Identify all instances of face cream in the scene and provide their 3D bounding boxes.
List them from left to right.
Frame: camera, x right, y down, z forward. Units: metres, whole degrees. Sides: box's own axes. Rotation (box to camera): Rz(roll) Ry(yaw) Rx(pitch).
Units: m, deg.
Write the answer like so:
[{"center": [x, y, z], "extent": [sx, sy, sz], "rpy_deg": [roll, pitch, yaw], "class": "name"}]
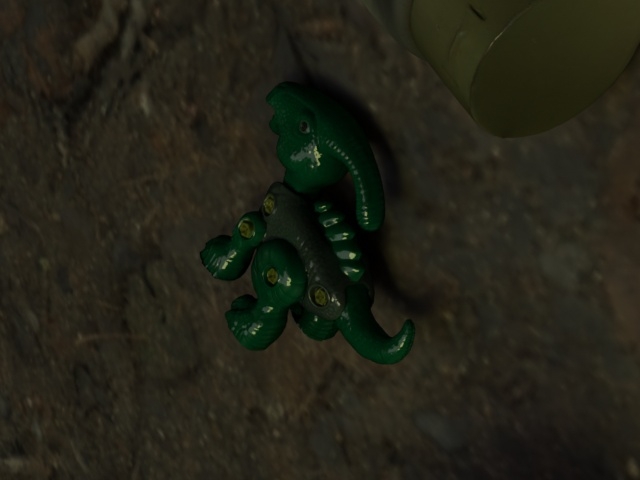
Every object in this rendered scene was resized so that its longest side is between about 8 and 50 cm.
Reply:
[{"center": [0.029, -0.139, 0.536], "extent": [0.224, 0.070, 0.114], "rpy_deg": [57, 139, 33], "class": "face cream"}]

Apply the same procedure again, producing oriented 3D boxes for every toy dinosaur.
[{"center": [0.000, 0.000, 0.618], "extent": [0.132, 0.059, 0.096], "rpy_deg": [58, 133, 26], "class": "toy dinosaur"}]
